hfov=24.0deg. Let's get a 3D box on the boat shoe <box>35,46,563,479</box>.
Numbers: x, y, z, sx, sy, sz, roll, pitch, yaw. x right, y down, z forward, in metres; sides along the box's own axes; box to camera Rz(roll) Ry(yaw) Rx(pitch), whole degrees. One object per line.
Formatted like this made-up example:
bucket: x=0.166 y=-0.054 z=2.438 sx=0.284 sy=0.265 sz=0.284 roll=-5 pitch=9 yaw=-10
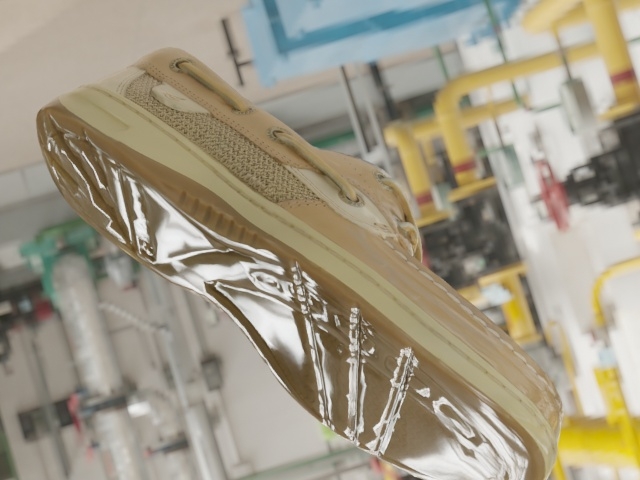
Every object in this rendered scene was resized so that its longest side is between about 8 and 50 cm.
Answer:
boat shoe: x=0.000 y=0.000 z=0.789 sx=0.110 sy=0.341 sz=0.122 roll=-39 pitch=154 yaw=-30
